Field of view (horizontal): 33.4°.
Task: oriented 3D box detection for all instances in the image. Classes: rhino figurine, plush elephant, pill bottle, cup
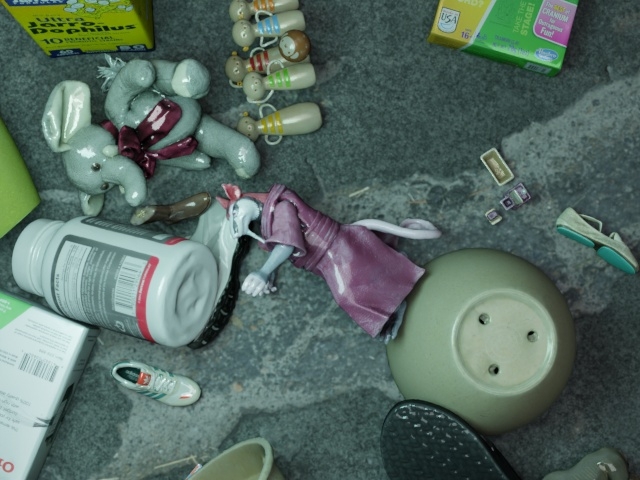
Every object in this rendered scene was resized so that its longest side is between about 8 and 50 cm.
[{"bbox_3d":[0.430,0.439,1.827,0.243,0.073,0.106,-26,89,-2],"label":"rhino figurine"},{"bbox_3d":[-0.316,-0.164,1.777,0.330,0.272,0.255,24,69,29],"label":"plush elephant"},{"bbox_3d":[-0.343,0.056,1.756,0.318,0.176,0.176,13,84,24],"label":"pill bottle"},{"bbox_3d":[0.280,0.167,1.766,0.331,0.237,0.331,0,85,-1],"label":"cup"}]

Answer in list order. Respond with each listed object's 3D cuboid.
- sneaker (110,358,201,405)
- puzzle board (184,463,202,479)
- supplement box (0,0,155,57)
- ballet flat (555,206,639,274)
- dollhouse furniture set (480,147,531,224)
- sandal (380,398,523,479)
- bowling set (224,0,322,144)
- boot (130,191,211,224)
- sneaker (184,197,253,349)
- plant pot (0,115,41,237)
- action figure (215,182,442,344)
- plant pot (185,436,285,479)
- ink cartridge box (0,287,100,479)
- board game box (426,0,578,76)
[{"bbox_3d":[-0.285,0.245,1.827,0.161,0.075,0.057,19,85,1],"label":"sneaker"},{"bbox_3d":[-0.214,0.465,1.842,0.096,0.011,0.128,40,85,2],"label":"puzzle board"},{"bbox_3d":[-0.392,-0.440,1.745,0.194,0.356,0.195,-4,85,-1],"label":"supplement box"},{"bbox_3d":[0.495,-0.003,1.878,0.168,0.057,0.052,32,75,1],"label":"ballet flat"},{"bbox_3d":[0.310,-0.100,1.867,0.091,0.081,0.114,-33,86,-4],"label":"dollhouse furniture set"},{"bbox_3d":[0.271,0.417,1.770,0.445,0.107,0.167,40,107,-10],"label":"sandal"},{"bbox_3d":[-0.095,-0.321,1.827,0.154,0.200,0.287,-12,81,-1],"label":"bowling set"},{"bbox_3d":[-0.251,-0.053,1.786,0.106,0.114,0.037,-30,75,25],"label":"boot"},{"bbox_3d":[-0.193,0.054,1.844,0.108,0.100,0.272,11,79,10],"label":"sneaker"},{"bbox_3d":[-0.618,-0.129,1.780,0.275,0.275,0.293,-41,102,-4],"label":"plant pot"},{"bbox_3d":[0.000,0.000,1.745,0.370,0.248,0.276,35,90,-13],"label":"action figure"},{"bbox_3d":[-0.105,0.541,1.702,0.334,0.334,0.305,-43,102,-4],"label":"plant pot"},{"bbox_3d":[-0.531,0.243,1.799,0.211,0.121,0.289,22,85,1],"label":"ink cartridge box"},{"bbox_3d":[0.348,-0.478,1.910,0.242,0.064,0.317,15,85,0],"label":"board game box"}]
